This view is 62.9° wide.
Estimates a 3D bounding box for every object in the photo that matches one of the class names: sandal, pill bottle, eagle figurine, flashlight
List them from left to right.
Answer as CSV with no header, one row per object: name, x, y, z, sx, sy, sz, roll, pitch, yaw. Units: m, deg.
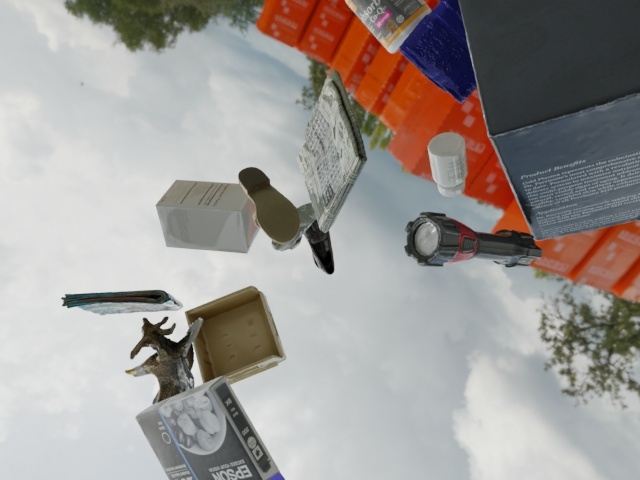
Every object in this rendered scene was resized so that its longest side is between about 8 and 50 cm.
eagle figurine,-0.402,0.349,1.380,0.225,0.298,0.226,0,-152,36
sandal,-0.111,-0.061,1.153,0.088,0.079,0.240,-22,-126,-17
pill bottle,0.169,-0.682,1.472,0.278,0.162,0.162,47,-156,-5
pill bottle,0.476,-0.274,1.938,0.131,0.131,0.229,53,172,41
flashlight,0.300,0.007,1.028,0.304,0.103,0.103,5,-126,-39

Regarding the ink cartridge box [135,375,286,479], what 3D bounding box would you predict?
ink cartridge box,-0.163,0.322,0.780,0.208,0.206,0.045,59,-144,-1

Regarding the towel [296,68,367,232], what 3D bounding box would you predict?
towel,0.016,-0.237,1.401,0.056,0.312,0.323,-1,-122,-20

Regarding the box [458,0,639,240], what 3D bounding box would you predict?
box,0.474,-0.318,1.010,0.472,0.298,0.479,38,-137,-55

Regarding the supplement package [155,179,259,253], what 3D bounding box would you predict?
supplement package,-0.370,-0.083,1.771,0.293,0.177,0.175,5,-144,10

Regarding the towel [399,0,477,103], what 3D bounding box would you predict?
towel,0.376,-0.531,1.314,0.228,0.308,0.076,35,-157,-19

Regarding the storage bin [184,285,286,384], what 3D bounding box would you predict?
storage bin,-0.280,0.322,1.744,0.123,0.261,0.262,68,179,-64

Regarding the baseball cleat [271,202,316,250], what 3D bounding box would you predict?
baseball cleat,-0.073,-0.043,1.710,0.072,0.206,0.109,54,-167,20

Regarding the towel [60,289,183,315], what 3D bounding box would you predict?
towel,-0.559,0.189,1.540,0.272,0.040,0.370,-2,168,-8

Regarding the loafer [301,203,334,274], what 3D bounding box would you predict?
loafer,0.000,0.000,1.995,0.109,0.302,0.095,-24,-146,-8

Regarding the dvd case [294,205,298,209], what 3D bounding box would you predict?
dvd case,-0.118,-0.087,1.787,0.013,0.087,0.119,35,179,32
